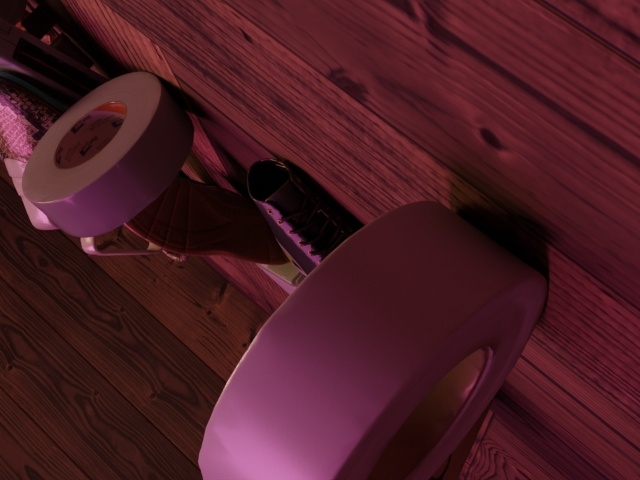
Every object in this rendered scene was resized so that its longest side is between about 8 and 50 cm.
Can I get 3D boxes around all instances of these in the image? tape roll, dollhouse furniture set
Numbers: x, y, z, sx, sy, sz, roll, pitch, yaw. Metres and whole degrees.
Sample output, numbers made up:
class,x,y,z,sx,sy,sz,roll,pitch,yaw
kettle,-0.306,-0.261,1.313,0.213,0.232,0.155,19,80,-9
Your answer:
class,x,y,z,sx,sy,sz,roll,pitch,yaw
tape roll,0.046,0.111,0.692,0.100,0.286,0.286,37,169,24
dollhouse furniture set,-0.409,-0.286,1.390,0.114,0.091,0.081,44,-175,-16
tape roll,-0.266,-0.110,1.146,0.219,0.219,0.072,31,165,50

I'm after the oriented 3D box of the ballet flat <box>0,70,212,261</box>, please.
class,x,y,z,sx,sy,sz,roll,pitch,yaw
ballet flat,-0.331,-0.072,1.374,0.164,0.182,0.483,13,170,35

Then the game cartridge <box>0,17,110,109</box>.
class,x,y,z,sx,sy,sz,roll,pitch,yaw
game cartridge,-0.401,-0.231,1.310,0.198,0.062,0.297,4,163,44

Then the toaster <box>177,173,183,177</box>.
class,x,y,z,sx,sy,sz,roll,pitch,yaw
toaster,-0.282,-0.052,1.736,0.146,0.129,0.227,46,171,-10

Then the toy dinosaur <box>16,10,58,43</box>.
class,x,y,z,sx,sy,sz,roll,pitch,yaw
toy dinosaur,-0.506,-0.350,1.408,0.211,0.064,0.112,5,-151,-30

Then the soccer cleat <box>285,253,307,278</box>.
class,x,y,z,sx,sy,sz,roll,pitch,yaw
soccer cleat,0.012,0.048,1.216,0.179,0.060,0.072,48,168,-18

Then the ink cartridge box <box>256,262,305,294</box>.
class,x,y,z,sx,sy,sz,roll,pitch,yaw
ink cartridge box,0.009,0.103,1.477,0.235,0.056,0.171,43,171,-26

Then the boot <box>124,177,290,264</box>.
class,x,y,z,sx,sy,sz,roll,pitch,yaw
boot,-0.176,-0.039,1.287,0.262,0.095,0.203,12,-174,-22

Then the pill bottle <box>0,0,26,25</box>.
class,x,y,z,sx,sy,sz,roll,pitch,yaw
pill bottle,-0.517,-0.379,1.335,0.169,0.094,0.094,38,169,23

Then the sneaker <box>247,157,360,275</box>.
class,x,y,z,sx,sy,sz,roll,pitch,yaw
sneaker,0.000,0.000,0.976,0.222,0.083,0.118,35,168,40

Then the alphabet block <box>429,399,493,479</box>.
class,x,y,z,sx,sy,sz,roll,pitch,yaw
alphabet block,0.080,0.225,1.178,0.193,0.197,0.192,14,154,37
